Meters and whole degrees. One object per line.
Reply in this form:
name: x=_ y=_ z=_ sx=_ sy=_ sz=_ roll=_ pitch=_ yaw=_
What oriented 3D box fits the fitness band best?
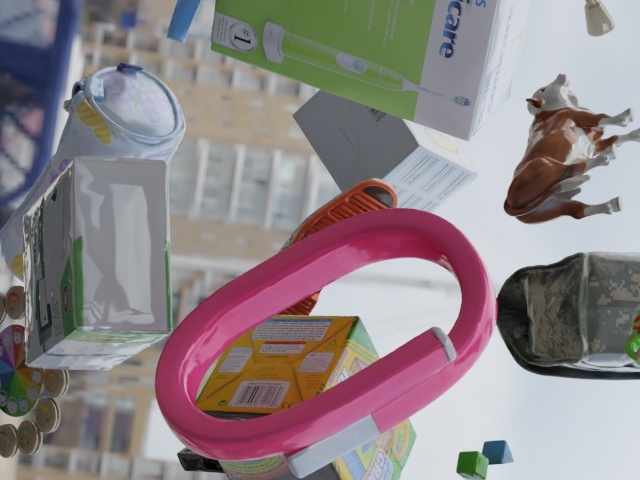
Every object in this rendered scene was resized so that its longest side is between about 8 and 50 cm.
fitness band: x=0.003 y=0.078 z=1.374 sx=0.209 sy=0.290 sz=0.054 roll=54 pitch=-9 yaw=50

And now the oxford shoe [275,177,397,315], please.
oxford shoe: x=0.000 y=0.000 z=2.150 sx=0.271 sy=0.097 sz=0.098 roll=-44 pitch=-157 yaw=30

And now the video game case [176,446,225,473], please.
video game case: x=-0.024 y=0.235 z=2.277 sx=0.248 sy=0.275 sz=0.035 roll=-8 pitch=-71 yaw=55

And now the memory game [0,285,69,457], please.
memory game: x=-0.326 y=0.139 z=1.784 sx=0.186 sy=0.012 sz=0.186 roll=-3 pitch=-94 yaw=44

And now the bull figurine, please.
bull figurine: x=0.368 y=-0.133 z=2.471 sx=0.101 sy=0.188 sz=0.310 roll=61 pitch=37 yaw=-33

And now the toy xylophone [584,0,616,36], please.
toy xylophone: x=0.322 y=-0.281 z=1.496 sx=0.081 sy=0.236 sz=0.323 roll=-46 pitch=131 yaw=-32

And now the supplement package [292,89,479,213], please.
supplement package: x=0.102 y=-0.147 z=2.602 sx=0.149 sy=0.203 sz=0.194 roll=-41 pitch=-118 yaw=18

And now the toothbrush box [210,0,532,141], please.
toothbrush box: x=0.053 y=-0.247 z=1.607 sx=0.122 sy=0.283 sz=0.206 roll=-44 pitch=150 yaw=-51

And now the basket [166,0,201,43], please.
basket: x=-0.130 y=-0.417 z=2.157 sx=0.289 sy=0.201 sz=0.255 roll=133 pitch=-28 yaw=-60

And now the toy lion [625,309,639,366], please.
toy lion: x=0.387 y=0.100 z=1.931 sx=0.100 sy=0.034 sz=0.096 roll=-44 pitch=-158 yaw=-6

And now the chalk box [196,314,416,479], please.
chalk box: x=-0.003 y=0.188 z=1.570 sx=0.132 sy=0.132 sz=0.213 roll=-61 pitch=139 yaw=-40

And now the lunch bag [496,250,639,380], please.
lunch bag: x=0.396 y=0.107 z=2.316 sx=0.287 sy=0.235 sz=0.169 roll=161 pitch=-68 yaw=-72

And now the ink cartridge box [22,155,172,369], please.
ink cartridge box: x=-0.211 y=0.027 z=1.566 sx=0.219 sy=0.092 sz=0.160 roll=148 pitch=-59 yaw=-64

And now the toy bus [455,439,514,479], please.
toy bus: x=0.225 y=0.337 z=1.886 sx=0.104 sy=0.191 sz=0.202 roll=-10 pitch=-139 yaw=36

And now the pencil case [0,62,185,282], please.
pencil case: x=-0.246 y=-0.060 z=1.795 sx=0.273 sy=0.124 sz=0.113 roll=-56 pitch=-136 yaw=39
